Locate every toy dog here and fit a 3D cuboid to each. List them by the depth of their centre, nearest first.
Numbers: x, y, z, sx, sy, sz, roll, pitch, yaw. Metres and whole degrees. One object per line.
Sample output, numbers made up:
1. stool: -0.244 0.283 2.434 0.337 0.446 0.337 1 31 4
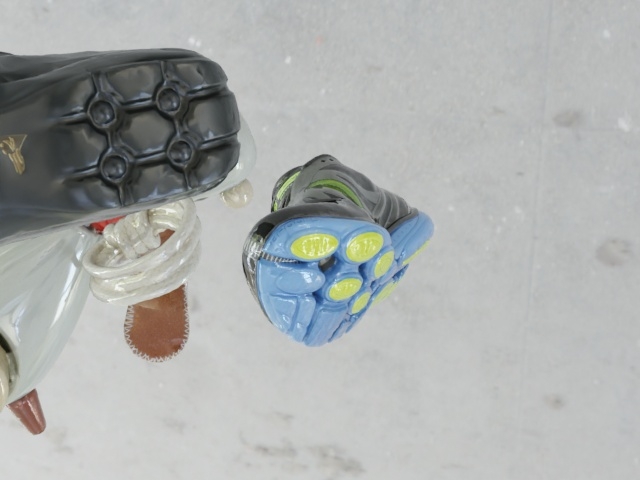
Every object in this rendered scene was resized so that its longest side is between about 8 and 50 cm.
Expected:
1. toy dog: -0.178 0.045 0.765 0.334 0.220 0.161 -22 128 18

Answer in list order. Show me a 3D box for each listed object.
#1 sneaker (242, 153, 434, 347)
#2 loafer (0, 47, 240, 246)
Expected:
1. sneaker: 0.000 0.000 0.489 0.078 0.188 0.067 35 105 11
2. loafer: -0.135 -0.026 0.337 0.078 0.223 0.076 3 102 56
